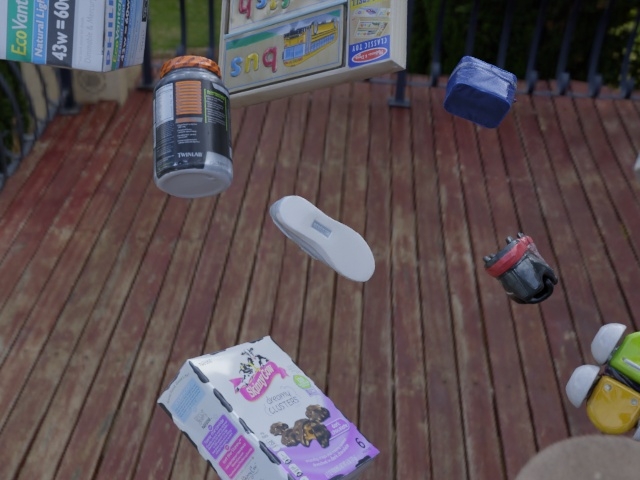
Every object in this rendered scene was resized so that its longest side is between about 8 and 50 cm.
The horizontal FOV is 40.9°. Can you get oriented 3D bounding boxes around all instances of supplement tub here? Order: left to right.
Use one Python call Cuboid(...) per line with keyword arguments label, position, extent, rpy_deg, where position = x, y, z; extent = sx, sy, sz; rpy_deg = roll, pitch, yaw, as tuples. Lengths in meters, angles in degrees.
Cuboid(label="supplement tub", position=(-0.190, -0.169, 1.275), extent=(0.116, 0.117, 0.191), rpy_deg=(-1, 70, -8))

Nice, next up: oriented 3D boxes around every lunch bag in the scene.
Cuboid(label="lunch bag", position=(0.225, -0.207, 1.186), extent=(0.098, 0.067, 0.065), rpy_deg=(22, 57, -6))

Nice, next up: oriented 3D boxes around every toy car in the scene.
Cuboid(label="toy car", position=(0.502, 0.236, 1.405), extent=(0.159, 0.136, 0.182), rpy_deg=(30, 84, 22))

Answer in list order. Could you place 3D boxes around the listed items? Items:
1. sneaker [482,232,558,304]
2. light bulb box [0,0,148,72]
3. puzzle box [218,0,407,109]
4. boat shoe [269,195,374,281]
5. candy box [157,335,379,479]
Cuboid(label="sneaker", position=(0.394, 0.060, 1.667), extent=(0.135, 0.097, 0.276), rpy_deg=(50, 15, 9))
Cuboid(label="light bulb box", position=(-0.430, -0.484, 1.473), extent=(0.225, 0.358, 0.361), rpy_deg=(7, 14, -3))
Cuboid(label="puzzle box", position=(-0.025, -0.411, 1.603), extent=(0.408, 0.272, 0.052), rpy_deg=(-7, -14, 35))
Cuboid(label="boat shoe", position=(0.000, 0.000, 1.277), extent=(0.184, 0.066, 0.063), rpy_deg=(31, -13, -22))
Cuboid(label="candy box", position=(-0.055, 0.207, 0.949), extent=(0.196, 0.070, 0.164), rpy_deg=(44, 23, 19))
